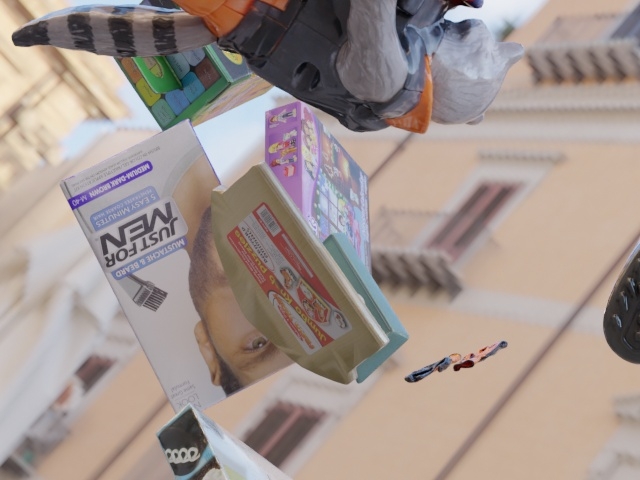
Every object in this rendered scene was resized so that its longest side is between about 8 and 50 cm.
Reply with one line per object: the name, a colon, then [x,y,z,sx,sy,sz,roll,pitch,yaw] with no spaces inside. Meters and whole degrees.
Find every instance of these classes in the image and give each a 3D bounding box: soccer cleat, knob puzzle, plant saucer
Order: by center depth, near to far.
knob puzzle: [-0.023,0.031,1.374,0.213,0.030,0.213,40,-29,28]
soccer cleat: [0.363,-0.011,1.635,0.109,0.318,0.116,36,-15,-9]
plant saucer: [0.025,0.060,1.640,0.018,0.067,0.192,39,12,-36]

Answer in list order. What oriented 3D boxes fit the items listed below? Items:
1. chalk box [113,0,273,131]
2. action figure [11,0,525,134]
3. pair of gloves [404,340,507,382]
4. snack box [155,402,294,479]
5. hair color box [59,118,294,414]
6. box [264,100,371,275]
chalk box: [-0.171,-0.278,2.421,0.179,0.289,0.180,-35,-95,46]
action figure: [-0.025,-0.162,1.165,0.330,0.178,0.341,21,8,0]
pair of gloves: [0.114,0.101,1.422,0.083,0.074,0.010,-21,-90,36]
snack box: [-0.052,0.320,1.763,0.187,0.060,0.322,42,8,-35]
hair color box: [-0.174,0.037,2.154,0.338,0.185,0.110,63,-5,-3]
box: [0.000,0.000,2.109,0.057,0.293,0.201,-15,-33,22]
